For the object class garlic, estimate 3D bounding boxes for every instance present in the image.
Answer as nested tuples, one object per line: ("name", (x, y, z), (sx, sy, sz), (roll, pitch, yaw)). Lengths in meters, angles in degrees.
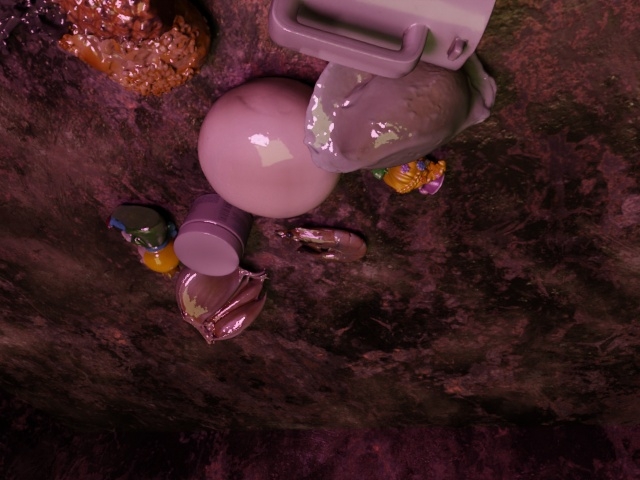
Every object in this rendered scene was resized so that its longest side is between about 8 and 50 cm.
("garlic", (-0.295, 0.162, 1.560), (0.237, 0.292, 0.210), (37, 177, 19))

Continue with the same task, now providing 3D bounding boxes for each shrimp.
("shrimp", (0.001, 0.009, 1.450), (0.254, 0.059, 0.145), (5, 149, 0))

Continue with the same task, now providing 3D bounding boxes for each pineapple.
("pineapple", (-0.416, -0.370, 0.821), (0.364, 0.165, 0.165), (-5, 137, 8))

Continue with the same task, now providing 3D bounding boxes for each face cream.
("face cream", (-0.281, -0.016, 1.409), (0.177, 0.153, 0.177), (6, 137, 6))

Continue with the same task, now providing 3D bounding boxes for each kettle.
("kettle", (0.093, -0.380, 0.829), (0.318, 0.205, 0.265), (14, 95, -5))

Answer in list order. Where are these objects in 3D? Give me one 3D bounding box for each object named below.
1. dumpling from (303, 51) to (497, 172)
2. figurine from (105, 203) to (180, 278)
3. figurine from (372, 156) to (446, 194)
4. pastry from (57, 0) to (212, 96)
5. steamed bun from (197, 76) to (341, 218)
("dumpling", (0.159, -0.248, 0.982), (0.212, 0.320, 0.270), (40, 141, 32))
("figurine", (-0.494, 0.005, 1.510), (0.185, 0.127, 0.234), (9, 150, 9))
("figurine", (0.202, -0.160, 1.176), (0.156, 0.095, 0.115), (18, 151, -14))
("pastry", (-0.361, -0.400, 0.980), (0.311, 0.162, 0.255), (33, 137, -22))
("steamed bun", (-0.105, -0.182, 1.138), (0.324, 0.206, 0.324), (5, 139, 5))
